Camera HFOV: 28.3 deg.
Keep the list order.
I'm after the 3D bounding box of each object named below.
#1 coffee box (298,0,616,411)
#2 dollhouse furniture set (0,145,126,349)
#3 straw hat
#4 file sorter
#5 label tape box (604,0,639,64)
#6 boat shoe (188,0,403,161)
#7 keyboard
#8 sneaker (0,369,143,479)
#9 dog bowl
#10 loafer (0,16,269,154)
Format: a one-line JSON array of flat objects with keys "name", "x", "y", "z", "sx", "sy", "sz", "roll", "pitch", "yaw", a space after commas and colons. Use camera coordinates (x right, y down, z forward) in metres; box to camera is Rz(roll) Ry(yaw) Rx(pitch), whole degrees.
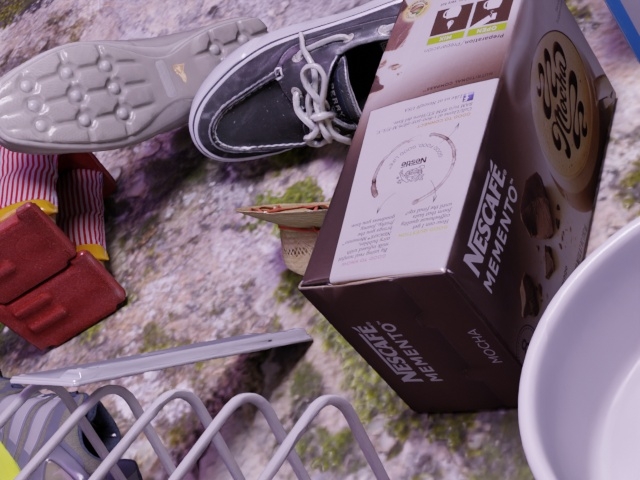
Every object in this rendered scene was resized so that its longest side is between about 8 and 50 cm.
[{"name": "coffee box", "x": 0.113, "y": -0.043, "z": 0.933, "sx": 0.119, "sy": 0.168, "sz": 0.297, "roll": -7, "pitch": 49, "yaw": 35}, {"name": "dollhouse furniture set", "x": -0.385, "y": 0.045, "z": 1.273, "sx": 0.374, "sy": 0.152, "sz": 0.201, "roll": -32, "pitch": 39, "yaw": 12}, {"name": "straw hat", "x": 0.000, "y": 0.000, "z": 1.066, "sx": 0.144, "sy": 0.144, "sz": 0.061, "roll": 1, "pitch": 95, "yaw": 40}, {"name": "file sorter", "x": -0.102, "y": 0.207, "z": 0.836, "sx": 0.277, "sy": 0.193, "sz": 0.173, "roll": -2, "pitch": 36, "yaw": 37}, {"name": "label tape box", "x": 0.326, "y": -0.235, "z": 0.883, "sx": 0.106, "sy": 0.240, "sz": 0.334, "roll": 3, "pitch": 55, "yaw": 44}, {"name": "boat shoe", "x": 0.014, "y": -0.138, "z": 1.151, "sx": 0.306, "sy": 0.113, "sz": 0.105, "roll": -17, "pitch": 30, "yaw": 13}, {"name": "keyboard", "x": -0.112, "y": 0.089, "z": 0.967, "sx": 0.072, "sy": 0.256, "sz": 0.014, "roll": -10, "pitch": 87, "yaw": 39}, {"name": "sneaker", "x": -0.239, "y": 0.173, "z": 1.088, "sx": 0.121, "sy": 0.111, "sz": 0.300, "roll": -34, "pitch": 40, "yaw": -13}, {"name": "dog bowl", "x": 0.255, "y": 0.094, "z": 0.734, "sx": 0.265, "sy": 0.104, "sz": 0.265, "roll": -22, "pitch": 42, "yaw": 21}, {"name": "loafer", "x": -0.185, "y": -0.144, "z": 1.243, "sx": 0.319, "sy": 0.112, "sz": 0.111, "roll": -17, "pitch": -2, "yaw": -35}]
